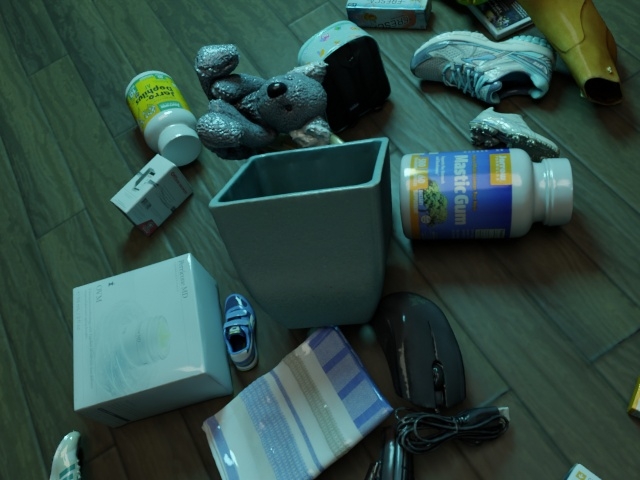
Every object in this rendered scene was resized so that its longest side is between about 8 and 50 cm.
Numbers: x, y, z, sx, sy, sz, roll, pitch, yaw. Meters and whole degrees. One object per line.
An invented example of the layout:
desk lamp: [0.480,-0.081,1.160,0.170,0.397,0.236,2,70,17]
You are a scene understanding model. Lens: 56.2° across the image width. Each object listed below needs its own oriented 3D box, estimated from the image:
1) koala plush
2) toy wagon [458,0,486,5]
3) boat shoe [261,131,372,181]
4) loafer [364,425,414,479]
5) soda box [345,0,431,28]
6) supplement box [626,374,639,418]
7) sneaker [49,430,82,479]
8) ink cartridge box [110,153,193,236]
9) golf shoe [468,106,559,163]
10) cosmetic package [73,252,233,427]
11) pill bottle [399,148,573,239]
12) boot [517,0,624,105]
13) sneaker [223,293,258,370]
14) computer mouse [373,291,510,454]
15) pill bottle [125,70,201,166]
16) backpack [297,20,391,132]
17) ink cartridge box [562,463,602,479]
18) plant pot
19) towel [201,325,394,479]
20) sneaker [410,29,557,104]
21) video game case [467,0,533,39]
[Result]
koala plush: [-0.088,-0.242,1.085,0.221,0.203,0.196,-8,74,11]
toy wagon: [0.346,-0.611,1.319,0.267,0.068,0.344,3,56,21]
boat shoe: [-0.013,-0.158,1.164,0.341,0.122,0.110,37,93,38]
loafer: [0.080,0.410,0.835,0.095,0.109,0.302,-5,63,17]
soda box: [0.154,-0.521,1.348,0.183,0.058,0.063,9,65,19]
supplement box: [0.504,0.238,0.861,0.098,0.036,0.062,22,69,23]
sneaker: [-0.410,0.402,0.992,0.075,0.057,0.161,10,62,0]
ink cartridge box: [-0.337,-0.091,1.209,0.056,0.099,0.135,33,73,28]
golf shoe: [0.371,-0.205,1.121,0.176,0.069,0.086,28,66,24]
cosmetic package: [-0.290,0.172,1.034,0.225,0.138,0.224,-17,60,3]
pill bottle: [0.277,-0.079,1.023,0.272,0.152,0.152,-2,62,14]
boot: [0.455,-0.376,1.084,0.104,0.295,0.211,-31,51,42]
sneaker: [-0.143,0.152,1.053,0.053,0.059,0.144,-20,58,5]
computer mouse: [0.171,0.178,0.922,0.189,0.072,0.272,0,49,-24]
pill bottle: [-0.334,-0.260,1.290,0.118,0.117,0.208,-30,59,-4]
backpack: [0.041,-0.341,1.202,0.166,0.188,0.144,-32,60,-4]
ink cartridge box: [0.364,0.423,0.749,0.206,0.045,0.208,35,50,27]
plant pot: [0.000,0.000,0.971,0.248,0.252,0.247,-7,23,13]
towel: [-0.047,0.274,0.925,0.285,0.034,0.209,-39,43,2]
sneaker: [0.316,-0.335,1.181,0.283,0.110,0.122,3,66,16]
video game case: [0.415,-0.537,1.316,0.173,0.022,0.190,-25,60,-1]
